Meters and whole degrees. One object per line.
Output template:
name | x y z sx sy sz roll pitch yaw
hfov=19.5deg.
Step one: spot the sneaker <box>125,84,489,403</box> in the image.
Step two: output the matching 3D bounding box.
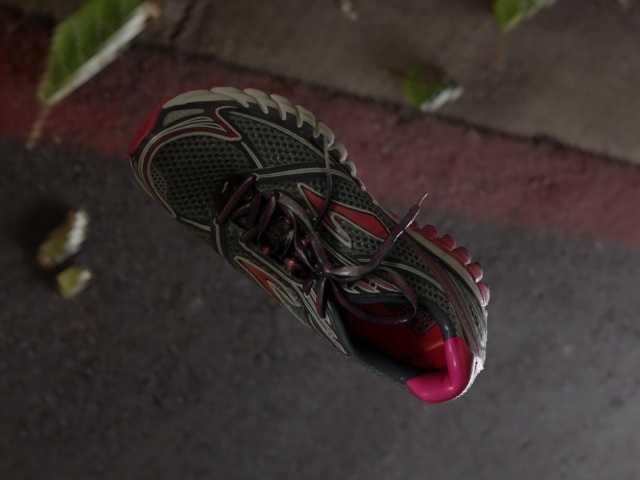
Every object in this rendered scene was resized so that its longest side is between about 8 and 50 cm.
sneaker | 0.000 0.000 1.300 0.299 0.112 0.121 32 116 -13
